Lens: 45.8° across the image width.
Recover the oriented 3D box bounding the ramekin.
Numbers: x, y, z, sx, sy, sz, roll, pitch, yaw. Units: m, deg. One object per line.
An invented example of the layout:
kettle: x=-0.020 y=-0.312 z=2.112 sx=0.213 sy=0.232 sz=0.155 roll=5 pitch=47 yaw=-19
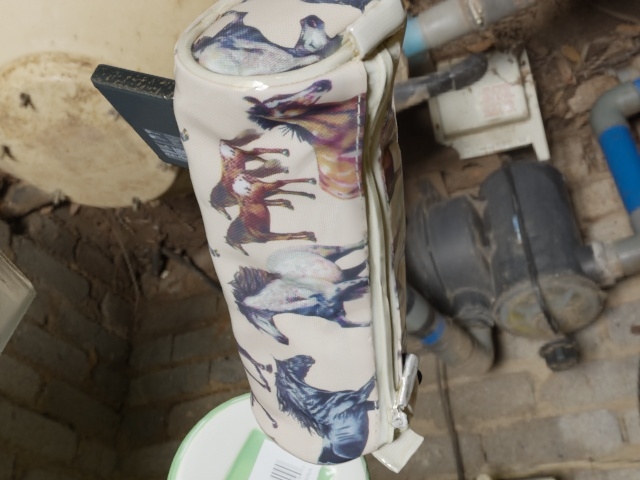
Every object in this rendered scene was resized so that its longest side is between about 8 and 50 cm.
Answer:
ramekin: x=-0.070 y=0.354 z=1.057 sx=0.303 sy=0.304 sz=0.148 roll=3 pitch=159 yaw=-5

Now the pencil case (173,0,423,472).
pencil case: x=0.000 y=0.000 z=0.603 sx=0.183 sy=0.160 sz=0.411 roll=18 pitch=134 yaw=29

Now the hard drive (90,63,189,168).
hard drive: x=-0.136 y=-0.105 z=0.689 sx=0.094 sy=0.022 sz=0.135 roll=17 pitch=162 yaw=24

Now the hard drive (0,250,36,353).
hard drive: x=-0.444 y=0.036 z=0.912 sx=0.040 sy=0.307 sz=0.203 roll=-39 pitch=106 yaw=-3
